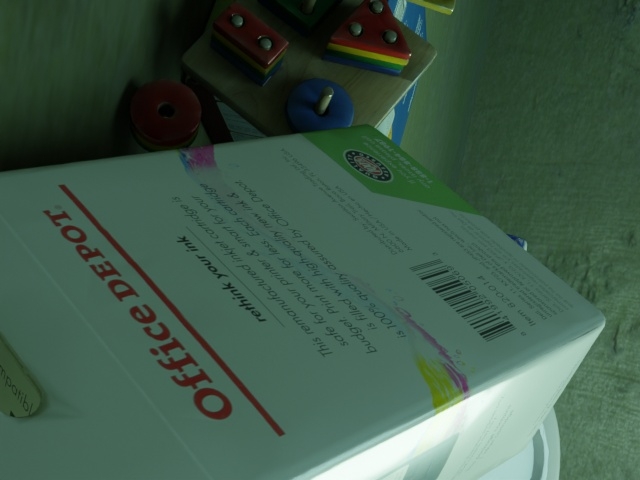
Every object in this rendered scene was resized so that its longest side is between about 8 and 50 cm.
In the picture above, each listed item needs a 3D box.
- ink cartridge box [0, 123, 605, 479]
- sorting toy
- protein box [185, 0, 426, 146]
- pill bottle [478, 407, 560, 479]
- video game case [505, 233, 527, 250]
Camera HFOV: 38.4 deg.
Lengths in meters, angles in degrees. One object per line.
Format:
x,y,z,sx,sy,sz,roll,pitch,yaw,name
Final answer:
-0.043,0.058,0.456,0.353,0.207,0.119,-13,137,-45,ink cartridge box
0.002,-0.139,0.632,0.274,0.132,0.046,-50,177,-22,sorting toy
0.002,-0.152,0.786,0.201,0.136,0.200,72,32,-65,protein box
0.040,0.179,0.834,0.181,0.323,0.182,4,84,-40,pill bottle
0.004,0.055,0.692,0.244,0.269,0.061,-62,161,-51,video game case
